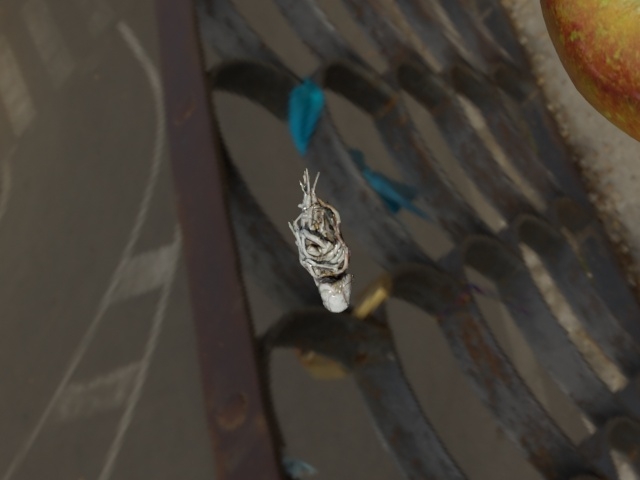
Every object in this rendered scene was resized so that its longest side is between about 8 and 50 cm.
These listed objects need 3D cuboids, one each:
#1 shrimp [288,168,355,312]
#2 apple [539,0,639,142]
[{"bbox_3d":[0.000,0.000,1.405,0.056,0.165,0.065,-18,30,0],"label":"shrimp"},{"bbox_3d":[0.396,-0.241,1.195,0.383,0.374,0.374,14,71,30],"label":"apple"}]
